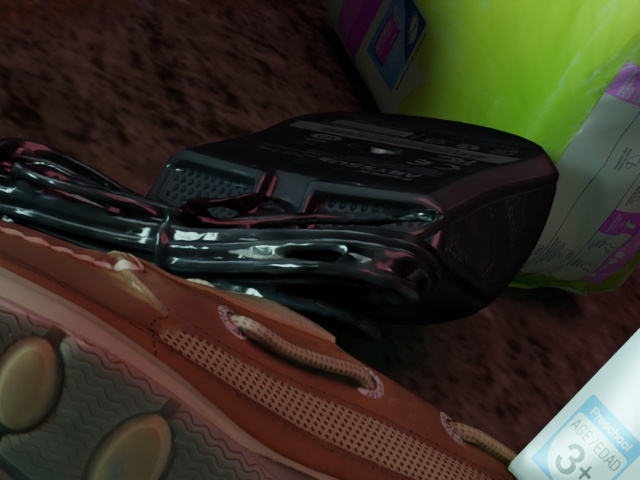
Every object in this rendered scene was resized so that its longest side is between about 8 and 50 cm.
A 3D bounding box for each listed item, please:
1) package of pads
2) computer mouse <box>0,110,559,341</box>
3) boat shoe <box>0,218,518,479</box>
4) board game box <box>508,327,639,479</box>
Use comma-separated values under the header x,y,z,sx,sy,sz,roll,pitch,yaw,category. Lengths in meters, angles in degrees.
x,y,z,sx,sy,sz,roll,pitch,yaw,category
0.131,-0.145,0.820,0.101,0.296,0.229,10,37,-31,package of pads
0.000,0.000,0.668,0.188,0.072,0.272,12,14,26,computer mouse
-0.043,0.069,0.495,0.324,0.123,0.116,34,22,-25,boat shoe
0.203,0.090,0.573,0.144,0.142,0.275,49,12,30,board game box
